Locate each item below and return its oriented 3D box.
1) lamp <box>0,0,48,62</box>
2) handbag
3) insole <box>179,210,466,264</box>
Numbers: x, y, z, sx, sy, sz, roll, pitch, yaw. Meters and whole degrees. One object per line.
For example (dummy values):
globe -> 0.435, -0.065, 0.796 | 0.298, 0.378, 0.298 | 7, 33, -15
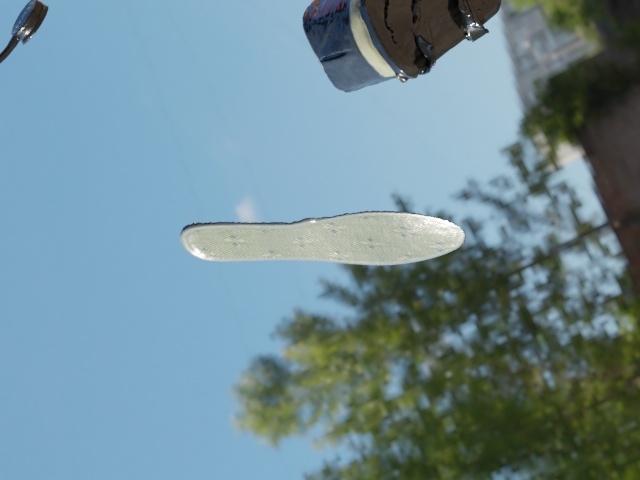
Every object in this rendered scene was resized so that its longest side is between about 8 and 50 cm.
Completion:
lamp -> -0.558, -0.228, 2.231 | 0.108, 0.371, 0.130 | 38, -166, -23
handbag -> 0.116, -0.328, 2.094 | 0.254, 0.181, 0.181 | -38, -73, -33
insole -> 0.000, 0.000, 1.659 | 0.109, 0.322, 0.007 | 71, -158, -54
